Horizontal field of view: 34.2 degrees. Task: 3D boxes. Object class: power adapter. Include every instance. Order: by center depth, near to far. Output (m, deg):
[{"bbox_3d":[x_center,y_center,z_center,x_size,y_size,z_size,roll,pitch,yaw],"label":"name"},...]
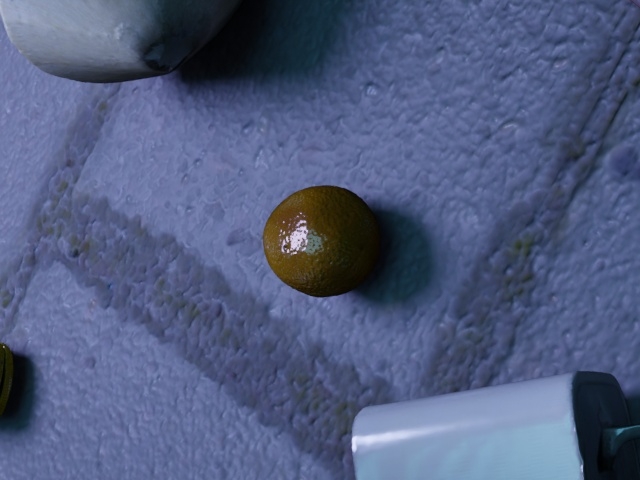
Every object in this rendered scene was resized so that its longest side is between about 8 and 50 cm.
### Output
[{"bbox_3d":[0.138,0.142,0.583,0.204,0.125,0.130,-13,76,27],"label":"power adapter"}]

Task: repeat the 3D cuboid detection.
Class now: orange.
[{"bbox_3d":[0.000,0.000,0.714,0.085,0.085,0.085,-5,80,30],"label":"orange"}]

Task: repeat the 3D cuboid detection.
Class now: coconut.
[{"bbox_3d":[-0.150,-0.216,0.765,0.202,0.202,0.222,-42,63,18],"label":"coconut"}]

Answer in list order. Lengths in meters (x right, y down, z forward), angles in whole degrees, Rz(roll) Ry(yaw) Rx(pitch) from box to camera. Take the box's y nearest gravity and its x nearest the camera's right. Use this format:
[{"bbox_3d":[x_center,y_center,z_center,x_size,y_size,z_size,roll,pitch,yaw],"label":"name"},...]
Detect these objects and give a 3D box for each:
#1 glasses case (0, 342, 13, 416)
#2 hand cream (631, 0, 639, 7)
[{"bbox_3d":[-0.364,0.115,0.916,0.234,0.064,0.079,3,77,31],"label":"glasses case"},{"bbox_3d":[0.177,-0.200,0.664,0.067,0.043,0.210,-45,58,15],"label":"hand cream"}]
